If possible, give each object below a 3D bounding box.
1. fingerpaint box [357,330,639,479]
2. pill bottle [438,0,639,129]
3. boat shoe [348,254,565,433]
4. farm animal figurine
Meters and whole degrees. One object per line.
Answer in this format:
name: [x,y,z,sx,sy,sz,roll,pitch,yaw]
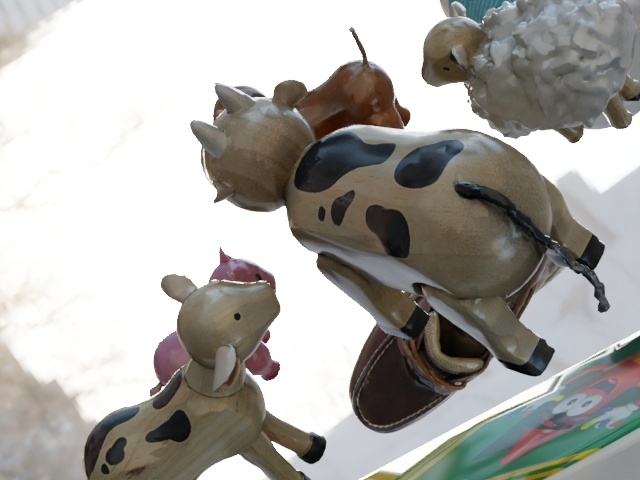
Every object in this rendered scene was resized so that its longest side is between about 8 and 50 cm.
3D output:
fingerpaint box: [0.230,0.298,1.009,0.445,0.371,0.163,62,-3,-11]
pill bottle: [0.210,-0.227,1.573,0.264,0.146,0.146,46,-19,41]
boat shoe: [0.135,0.099,1.768,0.123,0.123,0.342,44,-61,0]
farm animal figurine: [0.000,0.000,0.925,0.327,0.330,0.172,-8,-36,40]
